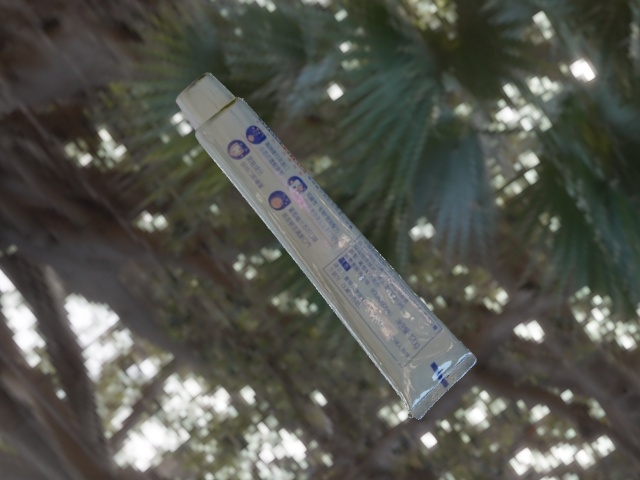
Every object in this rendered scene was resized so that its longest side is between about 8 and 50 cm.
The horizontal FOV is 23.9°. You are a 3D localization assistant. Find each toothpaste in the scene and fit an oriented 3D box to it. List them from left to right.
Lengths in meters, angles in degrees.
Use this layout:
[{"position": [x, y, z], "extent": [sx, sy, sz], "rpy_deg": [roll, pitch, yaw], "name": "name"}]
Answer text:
[{"position": [0.000, 0.000, 0.819], "extent": [0.052, 0.218, 0.033], "rpy_deg": [-41, -176, -21], "name": "toothpaste"}]
